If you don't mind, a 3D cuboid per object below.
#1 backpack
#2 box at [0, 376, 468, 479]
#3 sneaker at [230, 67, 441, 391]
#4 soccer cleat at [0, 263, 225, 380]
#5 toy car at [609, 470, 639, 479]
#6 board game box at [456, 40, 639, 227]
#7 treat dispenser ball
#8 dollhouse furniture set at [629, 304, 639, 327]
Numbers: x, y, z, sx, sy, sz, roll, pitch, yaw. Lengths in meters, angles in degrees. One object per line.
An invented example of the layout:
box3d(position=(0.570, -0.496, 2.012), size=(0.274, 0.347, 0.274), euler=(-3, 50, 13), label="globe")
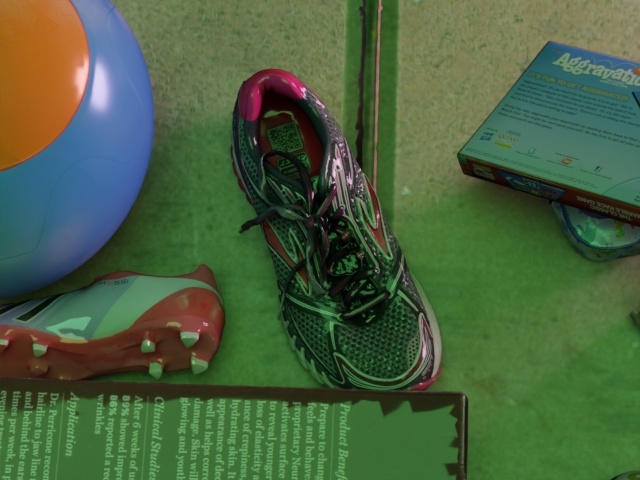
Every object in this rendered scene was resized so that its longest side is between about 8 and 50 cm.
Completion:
box3d(position=(0.240, -0.045, 1.474), size=(0.105, 0.084, 0.114), euler=(-15, 76, 0), label="backpack")
box3d(position=(-0.079, 0.214, 1.381), size=(0.381, 0.143, 0.191), euler=(2, 73, 4), label="box")
box3d(position=(0.000, 0.000, 1.455), size=(0.121, 0.112, 0.299), euler=(-27, 75, -6), label="sneaker")
box3d(position=(-0.200, 0.070, 1.468), size=(0.248, 0.083, 0.095), euler=(-5, 44, 6), label="soccer cleat")
box3d(position=(0.254, 0.236, 1.333), size=(0.155, 0.188, 0.149), euler=(-7, 73, 0), label="toy car")
box3d(position=(0.260, -0.074, 1.391), size=(0.281, 0.027, 0.145), euler=(20, 59, 37), label="board game box")
box3d(position=(-0.274, -0.096, 1.401), size=(0.288, 0.288, 0.288), euler=(-1, 73, 2), label="treat dispenser ball")
box3d(position=(0.395, 0.009, 1.448), size=(0.242, 0.161, 0.212), euler=(-31, 73, -30), label="dollhouse furniture set")
